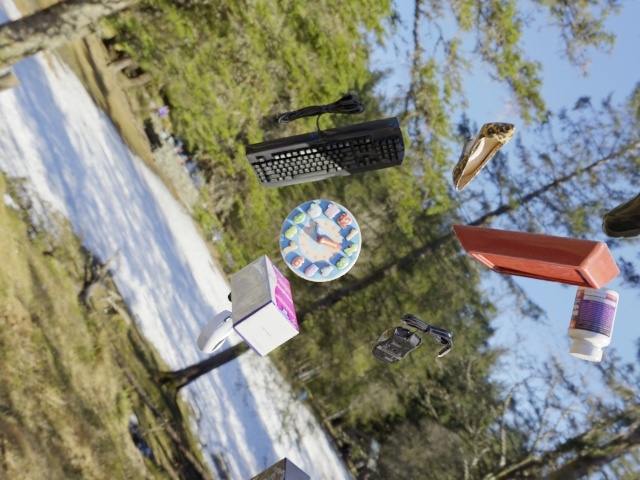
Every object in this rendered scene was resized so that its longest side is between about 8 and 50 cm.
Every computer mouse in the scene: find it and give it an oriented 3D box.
[{"bbox_3d":[0.275,0.299,1.750,0.262,0.184,0.060,121,-8,-49],"label":"computer mouse"},{"bbox_3d":[-0.264,0.229,1.636,0.106,0.193,0.042,38,-17,16],"label":"computer mouse"}]

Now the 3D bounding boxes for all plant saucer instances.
[{"bbox_3d":[0.402,0.036,1.105,0.259,0.258,0.047,23,78,-56],"label":"plant saucer"}]

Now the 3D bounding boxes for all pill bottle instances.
[{"bbox_3d":[0.748,0.229,1.636,0.108,0.108,0.193,70,37,-74],"label":"pill bottle"}]

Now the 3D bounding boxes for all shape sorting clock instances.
[{"bbox_3d":[0.000,0.000,1.487,0.206,0.206,0.040,63,-8,-2],"label":"shape sorting clock"}]

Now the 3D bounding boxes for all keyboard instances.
[{"bbox_3d":[0.004,-0.194,1.183,0.201,0.317,0.033,68,17,-46],"label":"keyboard"}]

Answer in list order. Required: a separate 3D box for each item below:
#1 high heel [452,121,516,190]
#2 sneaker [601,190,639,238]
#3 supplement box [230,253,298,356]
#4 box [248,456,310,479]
[{"bbox_3d":[0.491,-0.248,1.782,0.093,0.186,0.261,21,-11,-14],"label":"high heel"},{"bbox_3d":[0.645,-0.121,1.042,0.139,0.341,0.125,54,35,0],"label":"sneaker"},{"bbox_3d":[-0.138,0.149,1.408,0.111,0.114,0.220,52,9,-29],"label":"supplement box"},{"bbox_3d":[-0.110,0.606,1.336,0.093,0.156,0.158,46,18,-20],"label":"box"}]
